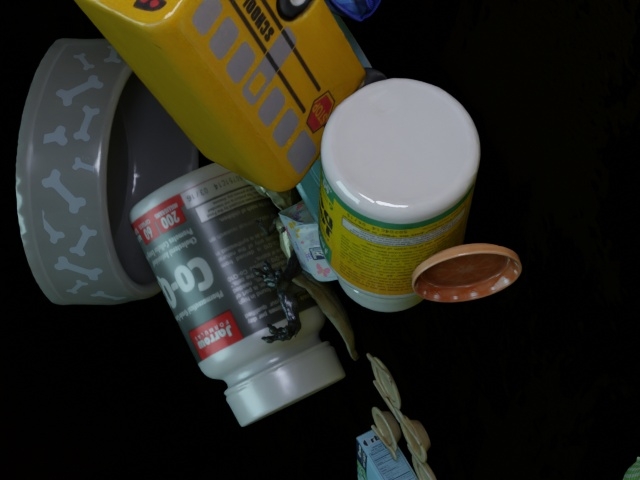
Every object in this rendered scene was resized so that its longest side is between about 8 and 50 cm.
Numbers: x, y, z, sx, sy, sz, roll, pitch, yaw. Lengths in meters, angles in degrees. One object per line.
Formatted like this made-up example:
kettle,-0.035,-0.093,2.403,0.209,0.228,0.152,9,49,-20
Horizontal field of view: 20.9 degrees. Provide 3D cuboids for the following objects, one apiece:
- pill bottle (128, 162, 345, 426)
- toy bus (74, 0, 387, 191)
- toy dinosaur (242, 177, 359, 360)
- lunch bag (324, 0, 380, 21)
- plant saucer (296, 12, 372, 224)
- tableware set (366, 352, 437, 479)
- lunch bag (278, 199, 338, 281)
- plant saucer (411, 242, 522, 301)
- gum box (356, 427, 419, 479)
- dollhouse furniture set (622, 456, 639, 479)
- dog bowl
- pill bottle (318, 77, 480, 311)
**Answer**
pill bottle,-0.093,0.060,2.003,0.283,0.161,0.161,64,167,5
toy bus,-0.057,-0.140,1.276,0.108,0.130,0.332,27,168,27
toy dinosaur,-0.024,0.042,1.855,0.064,0.118,0.268,-8,115,36
lunch bag,-0.073,-0.286,1.301,0.221,0.138,0.293,30,157,38
plant saucer,0.009,-0.091,1.582,0.317,0.044,0.317,60,167,23
tableware set,0.089,0.209,1.876,0.141,0.020,0.168,54,164,40
lunch bag,0.000,0.000,1.767,0.083,0.053,0.071,28,144,58
plant saucer,0.109,0.023,1.304,0.083,0.084,0.013,91,172,-63
gum box,0.101,0.325,1.994,0.184,0.041,0.157,59,166,28
dollhouse furniture set,0.242,0.296,1.118,0.301,0.151,0.197,63,167,9
dog bowl,-0.247,-0.084,2.110,0.349,0.102,0.348,2,-90,-73
pill bottle,0.057,-0.025,1.337,0.117,0.118,0.208,60,167,22
